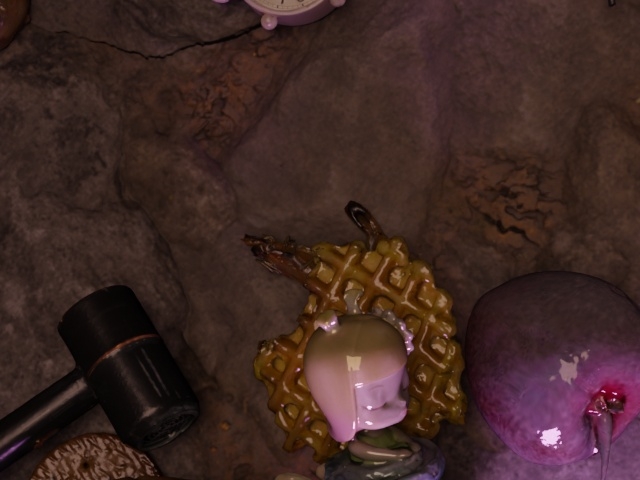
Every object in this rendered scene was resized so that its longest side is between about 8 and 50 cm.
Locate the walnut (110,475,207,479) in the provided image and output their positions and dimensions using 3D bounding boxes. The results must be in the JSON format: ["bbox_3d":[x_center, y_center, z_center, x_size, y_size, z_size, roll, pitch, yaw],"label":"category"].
[{"bbox_3d":[-0.134,0.446,1.725,0.383,0.383,0.384,-2,81,11],"label":"walnut"}]

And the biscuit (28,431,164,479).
[{"bbox_3d":[-0.271,0.328,1.927,0.187,0.027,0.188,-2,80,10],"label":"biscuit"}]

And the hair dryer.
[{"bbox_3d":[-0.326,0.228,1.902,0.352,0.107,0.189,-36,68,4],"label":"hair dryer"}]

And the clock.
[{"bbox_3d":[-0.034,-0.343,1.970,0.229,0.063,0.156,-19,81,11],"label":"clock"}]

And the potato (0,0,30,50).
[{"bbox_3d":[-0.465,-0.294,2.034,0.172,0.089,0.101,-4,83,10],"label":"potato"}]

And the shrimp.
[{"bbox_3d":[0.000,0.000,1.921,0.178,0.034,0.124,26,84,13],"label":"shrimp"}]

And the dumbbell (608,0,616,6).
[{"bbox_3d":[0.336,-0.349,1.889,0.069,0.069,0.147,-9,80,10],"label":"dumbbell"}]

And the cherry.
[{"bbox_3d":[0.269,0.140,1.763,0.213,0.183,0.266,-44,58,0],"label":"cherry"}]

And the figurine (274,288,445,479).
[{"bbox_3d":[0.047,0.251,1.749,0.274,0.226,0.394,-4,106,35],"label":"figurine"}]

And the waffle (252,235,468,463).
[{"bbox_3d":[0.040,0.134,1.857,0.291,0.051,0.291,0,91,19],"label":"waffle"}]
